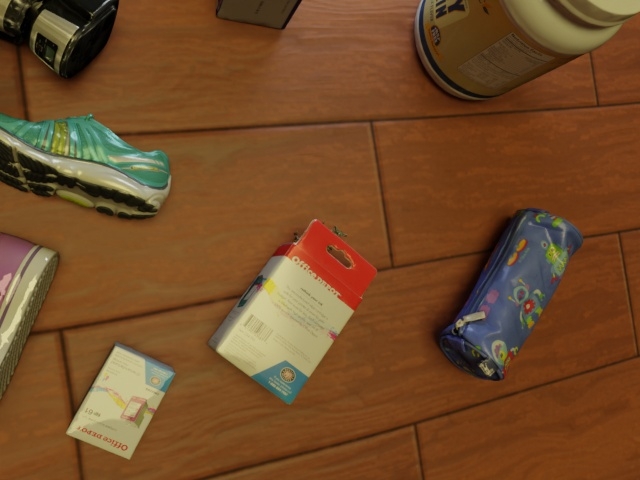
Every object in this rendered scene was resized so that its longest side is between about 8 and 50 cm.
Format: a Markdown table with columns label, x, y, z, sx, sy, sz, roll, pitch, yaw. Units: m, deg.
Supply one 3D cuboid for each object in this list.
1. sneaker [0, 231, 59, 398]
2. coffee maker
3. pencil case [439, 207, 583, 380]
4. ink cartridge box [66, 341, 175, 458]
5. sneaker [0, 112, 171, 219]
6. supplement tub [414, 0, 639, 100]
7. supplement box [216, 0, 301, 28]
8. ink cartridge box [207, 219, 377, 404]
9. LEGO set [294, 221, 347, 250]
| label | x | y | z | sx | sy | sz | roll | pitch | yaw |
| --- | --- | --- | --- | --- | --- | --- | --- | --- | --- |
| sneaker | -0.443 | 0.118 | 0.640 | 0.161 | 0.102 | 0.282 | 20 | 69 | -14 |
| coffee maker | -0.352 | -0.318 | 0.687 | 0.178 | 0.120 | 0.171 | 31 | 76 | -16 |
| pencil case | 0.309 | 0.082 | 0.895 | 0.306 | 0.119 | 0.133 | -53 | 126 | -16 |
| ink cartridge box | -0.260 | 0.210 | 0.717 | 0.089 | 0.052 | 0.122 | 30 | 78 | -16 |
| sneaker | -0.331 | -0.114 | 0.707 | 0.275 | 0.107 | 0.109 | 21 | 60 | -22 |
| supplement tub | 0.311 | -0.364 | 0.824 | 0.228 | 0.316 | 0.228 | 2 | 85 | -20 |
| supplement box | -0.089 | -0.445 | 0.795 | 0.114 | 0.111 | 0.219 | 3 | 84 | -19 |
| ink cartridge box | -0.038 | 0.098 | 0.792 | 0.134 | 0.078 | 0.231 | 40 | 74 | -14 |
| LEGO set | -0.001 | -0.002 | 0.846 | 0.083 | 0.023 | 0.054 | 11 | 80 | -6 |
